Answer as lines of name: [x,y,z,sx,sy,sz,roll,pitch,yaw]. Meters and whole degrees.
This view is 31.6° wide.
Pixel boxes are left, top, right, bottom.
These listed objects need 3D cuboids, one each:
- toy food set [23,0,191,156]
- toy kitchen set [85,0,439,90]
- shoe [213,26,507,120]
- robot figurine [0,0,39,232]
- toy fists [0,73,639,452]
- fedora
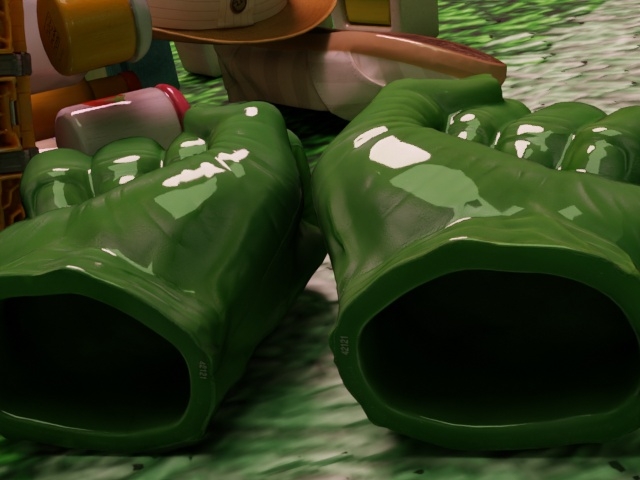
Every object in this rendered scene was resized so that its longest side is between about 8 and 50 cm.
toy food set: [-0.105,-0.068,0.584,0.104,0.111,0.232,-19,-2,-28]
toy kitchen set: [-0.047,-0.174,0.793,0.207,0.122,0.166,-29,29,-33]
shoe: [0.018,-0.101,0.696,0.219,0.058,0.076,16,16,40]
robot figurine: [-0.221,-0.066,0.553,0.085,0.211,0.291,-11,15,-38]
toy fists: [0.000,0.000,0.423,0.279,0.096,0.142,-5,24,18]
fedora: [-0.077,-0.182,0.666,0.194,0.079,0.194,9,33,-6]
